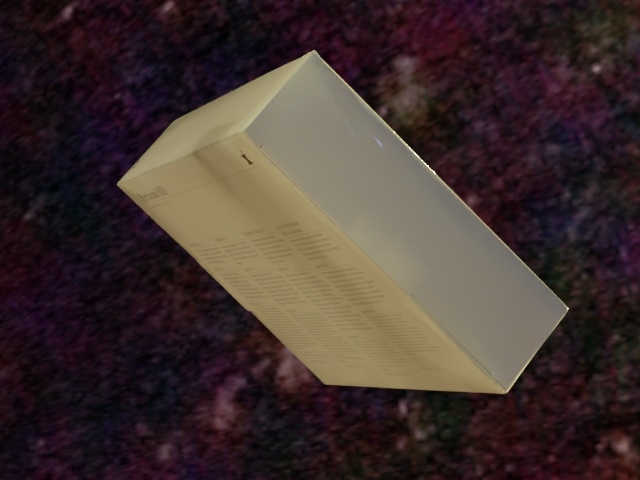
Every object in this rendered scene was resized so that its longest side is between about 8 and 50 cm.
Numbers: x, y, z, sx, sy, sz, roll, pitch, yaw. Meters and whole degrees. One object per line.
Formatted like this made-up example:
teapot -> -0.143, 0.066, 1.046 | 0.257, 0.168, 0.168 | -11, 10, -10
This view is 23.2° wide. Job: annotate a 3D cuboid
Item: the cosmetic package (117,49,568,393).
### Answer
cosmetic package -> 0.000, 0.000, 1.315 | 0.284, 0.377, 0.097 | 43, 73, -14
